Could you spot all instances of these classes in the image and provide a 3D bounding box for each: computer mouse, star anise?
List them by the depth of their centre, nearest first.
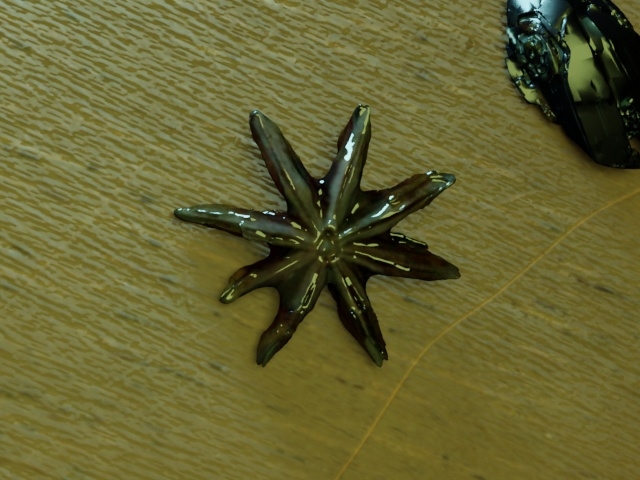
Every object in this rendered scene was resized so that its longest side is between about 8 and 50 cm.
[{"bbox_3d":[-0.001,0.000,1.589,0.288,0.088,0.288,-1,95,-7],"label":"star anise"},{"bbox_3d":[0.278,-0.181,1.683,0.146,0.077,0.241,-33,91,-13],"label":"computer mouse"}]
